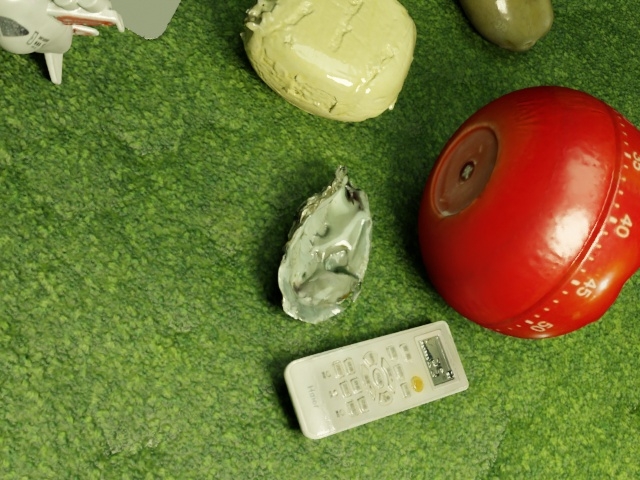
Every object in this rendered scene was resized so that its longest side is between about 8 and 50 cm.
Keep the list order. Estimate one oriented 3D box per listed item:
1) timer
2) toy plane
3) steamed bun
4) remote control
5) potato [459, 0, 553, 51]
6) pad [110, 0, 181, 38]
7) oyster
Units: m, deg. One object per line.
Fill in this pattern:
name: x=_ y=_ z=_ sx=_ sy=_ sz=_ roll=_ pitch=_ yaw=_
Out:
timer: x=0.315 y=-0.045 z=1.675 sx=0.279 sy=0.378 sz=0.378 roll=27 pitch=53 yaw=-22
toy plane: x=-0.382 y=-0.291 z=1.477 sx=0.252 sy=0.252 sz=0.118 roll=5 pitch=81 yaw=-30
steamed bun: x=0.002 y=-0.299 z=1.764 sx=0.273 sy=0.166 sz=0.232 roll=23 pitch=60 yaw=-12
remote control: x=0.079 y=0.198 z=1.608 sx=0.313 sy=0.055 sz=0.109 roll=-10 pitch=76 yaw=-41
potato: x=0.340 y=-0.461 z=2.075 sx=0.177 sy=0.160 sz=0.235 roll=-24 pitch=93 yaw=0
pad: x=-0.324 y=-0.432 z=1.695 sx=0.267 sy=0.004 sz=0.181 roll=29 pitch=72 yaw=-15
oyster: x=0.002 y=-0.001 z=1.644 sx=0.199 sy=0.087 sz=0.252 roll=6 pitch=68 yaw=-40
